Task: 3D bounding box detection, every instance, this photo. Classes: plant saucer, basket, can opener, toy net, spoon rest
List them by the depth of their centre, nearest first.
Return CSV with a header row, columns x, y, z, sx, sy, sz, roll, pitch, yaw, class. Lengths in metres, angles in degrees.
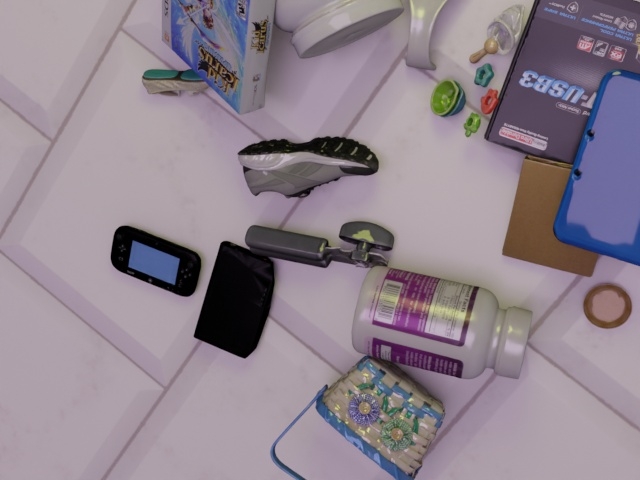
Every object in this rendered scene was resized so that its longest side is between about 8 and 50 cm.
x,y,z,sx,sy,sz,roll,pitch,yaw,class
0.280,-0.300,1.441,0.045,0.122,0.232,14,118,-31,toy net
0.196,-0.437,1.454,0.137,0.084,0.276,12,104,14,spoon rest
0.514,0.117,1.502,0.083,0.015,0.083,3,102,16,plant saucer
0.077,0.370,1.580,0.255,0.201,0.289,35,98,6,basket
0.000,0.000,1.614,0.283,0.076,0.095,11,71,15,can opener

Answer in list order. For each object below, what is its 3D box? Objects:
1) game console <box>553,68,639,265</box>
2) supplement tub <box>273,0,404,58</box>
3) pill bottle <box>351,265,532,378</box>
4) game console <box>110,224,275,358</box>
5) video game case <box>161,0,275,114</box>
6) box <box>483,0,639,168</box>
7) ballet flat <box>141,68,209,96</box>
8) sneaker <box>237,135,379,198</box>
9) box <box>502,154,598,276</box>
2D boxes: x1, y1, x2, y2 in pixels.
x,y,z,sx,sy,sz,roll,pitch,yaw,class
0.556,-0.111,1.372,0.173,0.250,0.293,31,114,43,game console
-0.012,-0.500,1.421,0.235,0.235,0.324,-22,94,19,supplement tub
0.221,0.155,1.515,0.302,0.169,0.169,13,104,14,pill bottle
-0.270,0.084,1.711,0.361,0.044,0.213,21,105,12,game console
-0.187,-0.395,1.475,0.269,0.061,0.244,45,145,29,video game case
0.466,-0.261,1.416,0.296,0.073,0.293,22,105,12,box
-0.269,-0.307,1.639,0.168,0.057,0.052,6,130,19,ballet flat
-0.020,-0.133,1.578,0.272,0.100,0.108,0,115,20,sneaker
0.416,-0.041,1.462,0.164,0.021,0.201,15,125,15,box
